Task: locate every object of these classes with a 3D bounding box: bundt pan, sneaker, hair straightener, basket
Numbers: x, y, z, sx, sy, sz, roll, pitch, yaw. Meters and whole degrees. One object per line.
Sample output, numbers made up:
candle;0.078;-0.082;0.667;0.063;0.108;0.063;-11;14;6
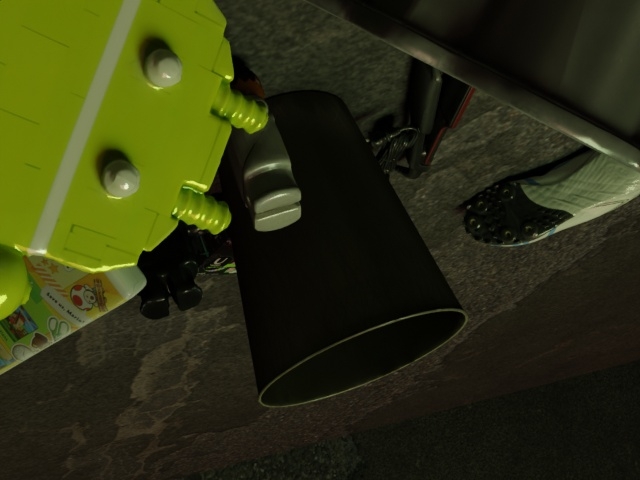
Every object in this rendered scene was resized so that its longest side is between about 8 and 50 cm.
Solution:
bundt pan;0.106;-0.135;0.454;0.331;0.331;0.124;11;111;-52
sneaker;0.291;-0.051;1.072;0.237;0.085;0.086;-21;166;15
hair straightener;0.078;-0.107;0.824;0.089;0.047;0.230;-13;162;-14
basket;0.000;0.000;0.753;0.154;0.226;0.204;2;151;-43

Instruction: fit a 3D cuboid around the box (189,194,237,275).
box;-0.095;-0.005;0.901;0.062;0.052;0.083;-2;152;-39

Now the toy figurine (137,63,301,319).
toy figurine;-0.138;-0.054;0.640;0.209;0.148;0.213;-39;149;30

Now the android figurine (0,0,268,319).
android figurine;-0.152;-0.083;0.440;0.273;0.248;0.056;24;175;-31

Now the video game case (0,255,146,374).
video game case;-0.247;-0.019;0.543;0.206;0.227;0.026;-29;-169;26
